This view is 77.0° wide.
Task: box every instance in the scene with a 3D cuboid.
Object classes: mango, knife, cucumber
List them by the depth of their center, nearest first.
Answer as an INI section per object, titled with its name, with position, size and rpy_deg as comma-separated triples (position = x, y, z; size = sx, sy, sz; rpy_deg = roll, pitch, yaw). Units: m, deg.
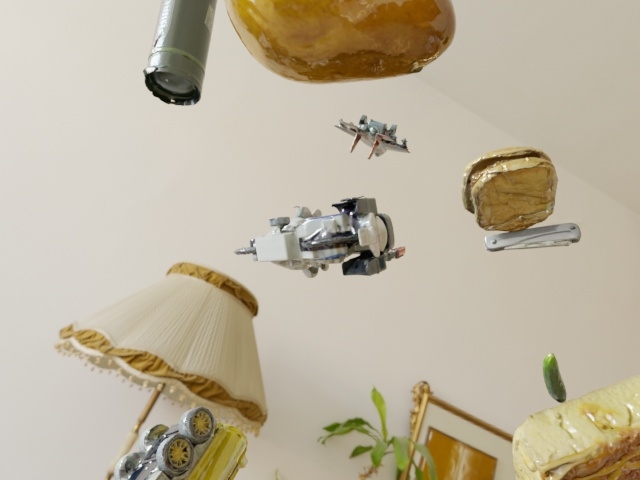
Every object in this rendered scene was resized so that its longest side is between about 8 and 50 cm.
[mango]
position = 0.016, -0.220, 0.387
size = 0.228, 0.147, 0.109
rpy_deg = 18, 2, 1
[cucumber]
position = 0.518, 0.310, 0.896
size = 0.039, 0.039, 0.167
rpy_deg = -3, -56, 42
[knife]
position = 0.641, -0.003, 1.230
size = 0.266, 0.073, 0.040
rpy_deg = -7, -34, 27

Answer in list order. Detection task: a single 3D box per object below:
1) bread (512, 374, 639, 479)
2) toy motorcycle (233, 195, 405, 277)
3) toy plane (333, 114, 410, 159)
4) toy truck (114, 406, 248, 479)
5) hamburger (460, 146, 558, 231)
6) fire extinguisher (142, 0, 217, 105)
[bread]
position = 0.447, 0.328, 0.617
size = 0.114, 0.275, 0.184
rpy_deg = -118, -171, -66
[toy motorcycle]
position = 0.000, 0.000, 0.498
size = 0.150, 0.102, 0.221
rpy_deg = -8, 1, -40
[toy plane]
position = 0.161, -0.287, 1.144
size = 0.223, 0.104, 0.326
rpy_deg = 23, 17, 15
[toy truck]
position = -0.164, 0.278, 0.419
size = 0.098, 0.227, 0.114
rpy_deg = -30, -80, 26
[hamburger]
position = 0.554, -0.146, 1.195
size = 0.260, 0.144, 0.283
rpy_deg = -9, -46, 11
[fire extinguisher]
position = -0.231, -0.382, 0.690
size = 0.093, 0.294, 0.118
rpy_deg = 11, -17, -26
